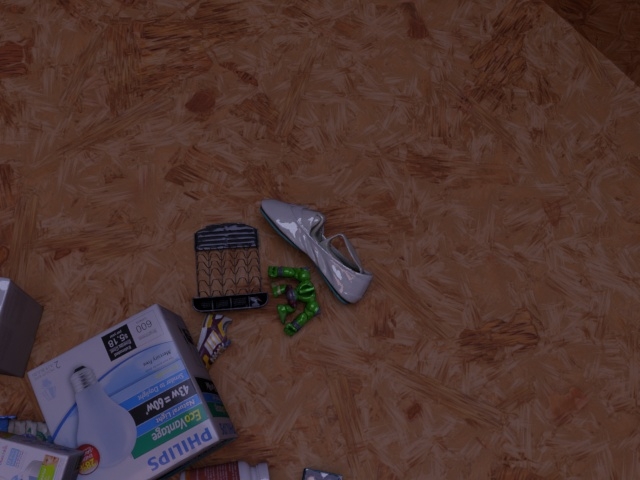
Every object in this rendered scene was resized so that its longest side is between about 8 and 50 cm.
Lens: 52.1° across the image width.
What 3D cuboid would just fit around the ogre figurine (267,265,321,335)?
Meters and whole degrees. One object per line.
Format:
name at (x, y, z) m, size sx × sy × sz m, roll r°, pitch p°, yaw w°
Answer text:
ogre figurine at (-0.069, 0.156, 1.827) m, size 0.118 × 0.097 × 0.197 m, roll -16°, pitch 61°, yaw 0°

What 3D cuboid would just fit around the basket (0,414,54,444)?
basket at (-0.761, 0.535, 1.553) m, size 0.288 × 0.201 × 0.255 m, roll -4°, pitch 71°, yaw -18°

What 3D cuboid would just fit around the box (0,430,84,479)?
box at (-0.638, 0.491, 1.412) m, size 0.203 × 0.103 × 0.114 m, roll 14°, pitch 78°, yaw 3°

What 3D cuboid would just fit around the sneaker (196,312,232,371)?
sneaker at (-0.288, 0.289, 1.766) m, size 0.083 × 0.069 × 0.186 m, roll 7°, pitch 70°, yaw 2°

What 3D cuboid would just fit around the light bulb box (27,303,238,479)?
light bulb box at (-0.447, 0.406, 1.594) m, size 0.357 × 0.225 × 0.361 m, roll -29°, pitch 75°, yaw -3°

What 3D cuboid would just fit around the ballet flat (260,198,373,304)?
ballet flat at (0.000, 0.000, 1.862) m, size 0.139 × 0.139 × 0.400 m, roll -40°, pitch 82°, yaw -18°

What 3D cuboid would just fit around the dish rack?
dish rack at (-0.260, 0.072, 1.848) m, size 0.208 × 0.074 × 0.272 m, roll -4°, pitch 70°, yaw -8°

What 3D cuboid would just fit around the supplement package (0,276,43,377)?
supplement package at (-0.851, 0.212, 1.629) m, size 0.198 × 0.263 × 0.199 m, roll 9°, pitch 69°, yaw -2°

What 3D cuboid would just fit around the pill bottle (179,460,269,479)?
pill bottle at (-0.234, 0.616, 1.623) m, size 0.216 × 0.121 × 0.121 m, roll -8°, pitch 71°, yaw -8°

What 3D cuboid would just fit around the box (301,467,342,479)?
box at (-0.015, 0.708, 1.646) m, size 0.100 × 0.060 × 0.244 m, roll 12°, pitch 69°, yaw -2°
